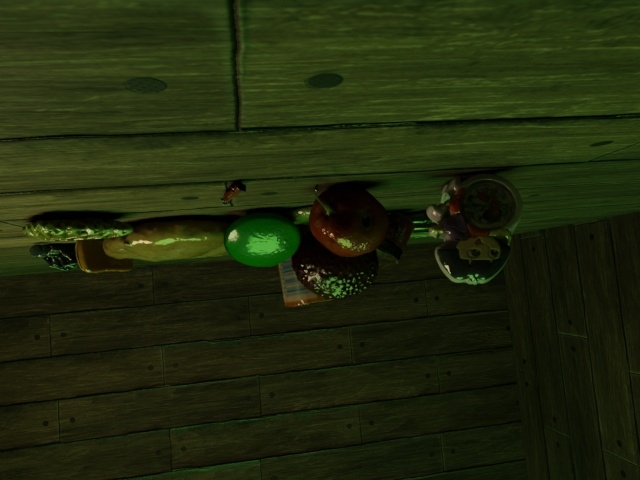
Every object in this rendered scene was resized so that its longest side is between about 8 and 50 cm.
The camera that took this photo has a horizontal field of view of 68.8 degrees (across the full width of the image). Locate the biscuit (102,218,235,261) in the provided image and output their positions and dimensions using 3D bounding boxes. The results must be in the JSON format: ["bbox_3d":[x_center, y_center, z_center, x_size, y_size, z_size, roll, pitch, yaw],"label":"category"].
[{"bbox_3d":[-0.408,0.007,1.406,0.430,0.103,0.446,-7,175,22],"label":"biscuit"}]

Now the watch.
[{"bbox_3d":[0.327,-0.016,1.049,0.196,0.243,0.231,-6,168,2],"label":"watch"}]

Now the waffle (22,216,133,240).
[{"bbox_3d":[-0.573,-0.027,1.102,0.208,0.054,0.214,-5,-177,-44],"label":"waffle"}]

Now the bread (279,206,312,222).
[{"bbox_3d":[-0.006,-0.070,1.324,0.229,0.033,0.228,-3,175,0],"label":"bread"}]

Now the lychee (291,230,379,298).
[{"bbox_3d":[0.044,0.063,1.433,0.261,0.260,0.260,-5,176,0],"label":"lychee"}]

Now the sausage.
[{"bbox_3d":[-0.047,0.093,1.752,0.233,0.286,0.233,-11,173,-1],"label":"sausage"}]

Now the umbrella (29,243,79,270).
[{"bbox_3d":[-0.875,0.061,1.661,0.143,0.094,0.349,-10,173,11],"label":"umbrella"}]

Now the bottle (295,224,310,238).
[{"bbox_3d":[-0.093,-0.018,1.527,0.099,0.098,0.152,-7,172,20],"label":"bottle"}]

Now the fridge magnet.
[{"bbox_3d":[-0.158,-0.004,1.273,0.208,0.088,0.208,-5,140,-5],"label":"fridge magnet"}]

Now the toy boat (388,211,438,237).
[{"bbox_3d":[0.312,-0.052,1.595,0.277,0.084,0.111,-5,174,17],"label":"toy boat"}]

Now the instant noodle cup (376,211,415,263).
[{"bbox_3d":[0.232,-0.013,1.500,0.127,0.135,0.127,33,174,4],"label":"instant noodle cup"}]

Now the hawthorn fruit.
[{"bbox_3d":[0.028,-0.053,0.961,0.165,0.165,0.285,-8,165,30],"label":"hawthorn fruit"}]

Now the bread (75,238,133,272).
[{"bbox_3d":[-0.710,0.050,1.530,0.077,0.115,0.200,-12,173,25],"label":"bread"}]

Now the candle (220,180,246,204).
[{"bbox_3d":[-0.178,-0.092,0.924,0.026,0.021,0.167,7,173,-21],"label":"candle"}]
